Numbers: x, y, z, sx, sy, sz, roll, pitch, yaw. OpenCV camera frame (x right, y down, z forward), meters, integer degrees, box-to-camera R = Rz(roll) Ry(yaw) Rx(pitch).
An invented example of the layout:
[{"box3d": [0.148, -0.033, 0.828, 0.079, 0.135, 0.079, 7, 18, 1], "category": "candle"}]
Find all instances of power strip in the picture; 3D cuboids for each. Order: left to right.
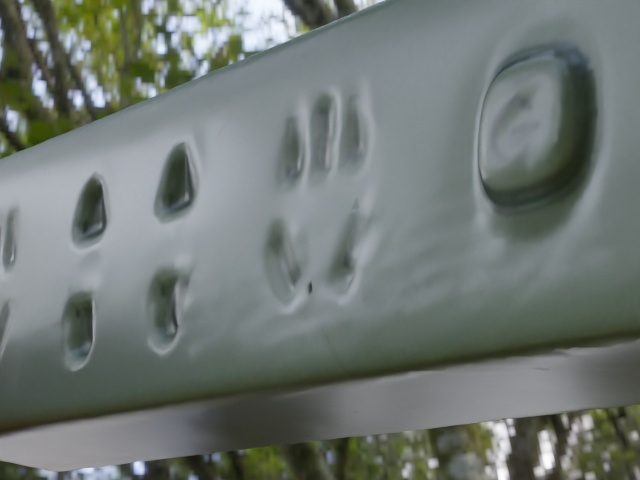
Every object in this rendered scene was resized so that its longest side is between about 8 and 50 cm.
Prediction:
[{"box3d": [0.000, 0.000, 0.436, 0.062, 0.091, 0.385, 14, -16, -33], "category": "power strip"}]
